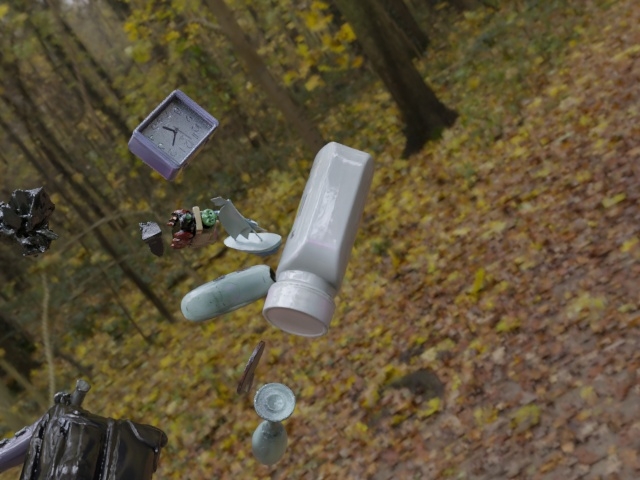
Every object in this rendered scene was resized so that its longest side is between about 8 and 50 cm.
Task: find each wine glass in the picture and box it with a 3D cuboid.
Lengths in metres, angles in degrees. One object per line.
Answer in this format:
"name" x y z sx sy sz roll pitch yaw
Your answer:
"wine glass" -0.124 0.388 2.000 0.096 0.264 0.309 0 -35 -7

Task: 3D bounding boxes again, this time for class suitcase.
"suitcase" -0.333 0.417 1.018 0.345 0.188 0.339 -64 15 9

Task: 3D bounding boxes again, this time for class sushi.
"sushi" -0.471 -0.008 2.255 0.056 0.083 0.085 -27 42 -8

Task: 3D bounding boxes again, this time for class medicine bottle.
"medicine bottle" 0.000 0.000 1.275 0.161 0.111 0.296 112 174 -64

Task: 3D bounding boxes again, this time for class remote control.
"remote control" -0.233 0.133 2.028 0.256 0.097 0.045 -24 1 -2

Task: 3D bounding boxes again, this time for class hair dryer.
"hair dryer" -0.566 0.330 1.402 0.361 0.301 0.121 -30 21 2

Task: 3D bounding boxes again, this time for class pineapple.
"pineapple" -0.478 -0.041 1.094 0.119 0.237 0.111 -21 52 59

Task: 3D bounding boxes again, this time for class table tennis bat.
"table tennis bat" -0.064 0.120 0.724 0.083 0.007 0.050 106 -170 -62

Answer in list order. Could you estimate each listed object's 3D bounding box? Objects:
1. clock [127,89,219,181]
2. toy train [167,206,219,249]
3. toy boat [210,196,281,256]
"clock" -0.357 -0.256 1.952 0.193 0.144 0.073 -55 7 -34
"toy train" -0.218 -0.022 1.384 0.087 0.050 0.138 -9 -12 -18
"toy boat" -0.134 -0.015 1.299 0.105 0.149 0.034 -21 47 46
